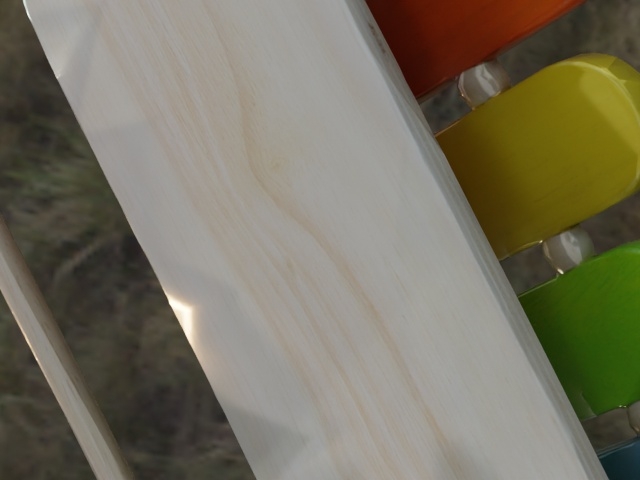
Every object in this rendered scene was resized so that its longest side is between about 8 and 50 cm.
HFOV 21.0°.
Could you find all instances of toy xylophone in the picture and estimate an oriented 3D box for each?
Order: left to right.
[{"bbox_3d":[0.000,0.000,0.504,0.236,0.081,0.323,-19,92,46],"label":"toy xylophone"}]
